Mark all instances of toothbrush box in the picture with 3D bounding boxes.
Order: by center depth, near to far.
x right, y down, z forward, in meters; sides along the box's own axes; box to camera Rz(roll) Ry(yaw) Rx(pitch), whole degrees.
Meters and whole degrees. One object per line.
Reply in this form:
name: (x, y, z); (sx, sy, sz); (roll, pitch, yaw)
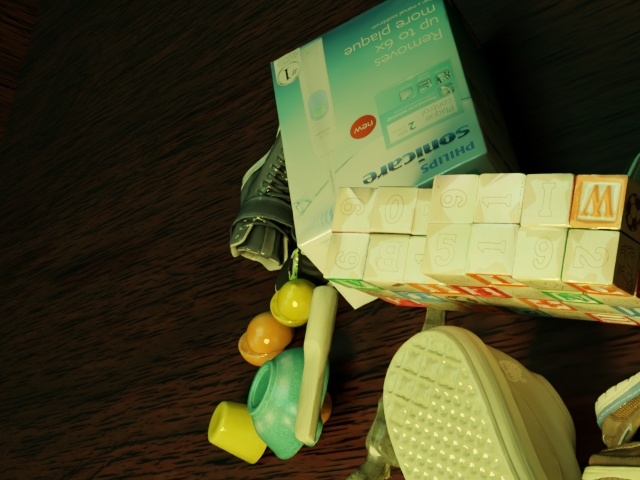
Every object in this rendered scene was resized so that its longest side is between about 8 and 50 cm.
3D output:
toothbrush box: (0.079, -0.107, 1.565); (0.216, 0.126, 0.295); (-26, 44, 18)

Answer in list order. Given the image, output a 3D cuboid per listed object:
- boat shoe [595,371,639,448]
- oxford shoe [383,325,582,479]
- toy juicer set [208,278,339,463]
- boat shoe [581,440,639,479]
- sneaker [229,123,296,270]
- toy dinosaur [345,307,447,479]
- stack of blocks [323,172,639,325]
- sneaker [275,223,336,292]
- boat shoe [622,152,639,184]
boat shoe: (0.292, 0.124, 1.181); (0.183, 0.066, 0.066); (128, 145, -47)
oxford shoe: (0.176, 0.275, 1.218); (0.169, 0.130, 0.449); (-38, 55, 35)
toy juicer set: (-0.019, 0.144, 1.673); (0.329, 0.090, 0.209); (-24, 47, 67)
boat shoe: (0.309, 0.166, 1.099); (0.257, 0.095, 0.095); (-3, 57, 51)
sneaker: (-0.041, -0.061, 1.842); (0.226, 0.086, 0.163); (-52, 20, 45)
toy dinosaur: (0.101, 0.157, 1.422); (0.064, 0.118, 0.268); (6, 75, 60)
stack of blocks: (0.152, 0.007, 1.267); (0.297, 0.171, 0.087); (3, 77, 36)
sneaker: (0.000, 0.000, 1.730); (0.235, 0.097, 0.084); (-34, 43, 47)
boat shoe: (0.271, -0.020, 1.331); (0.038, 0.046, 0.125); (9, 87, 57)
